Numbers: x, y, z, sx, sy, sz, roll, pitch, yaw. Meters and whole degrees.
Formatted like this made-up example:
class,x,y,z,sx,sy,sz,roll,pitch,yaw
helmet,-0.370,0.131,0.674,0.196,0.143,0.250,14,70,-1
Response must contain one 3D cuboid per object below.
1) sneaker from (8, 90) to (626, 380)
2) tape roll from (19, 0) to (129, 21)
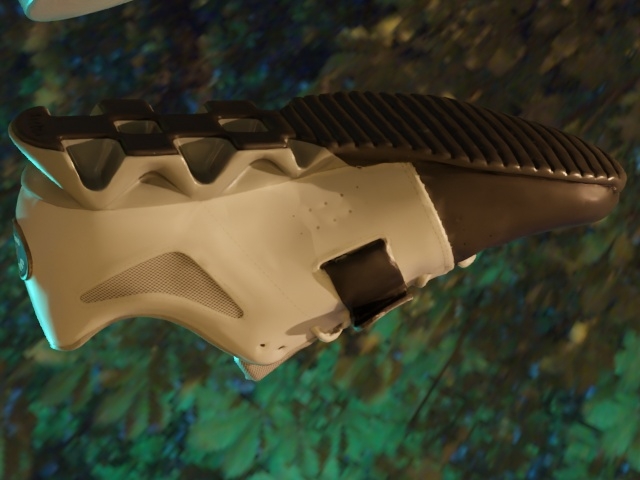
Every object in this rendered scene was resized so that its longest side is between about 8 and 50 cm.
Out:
class,x,y,z,sx,sy,sz,roll,pitch,yaw
sneaker,0.000,0.000,0.992,0.331,0.122,0.146,-1,-70,-9
tape roll,-0.037,-0.169,0.759,0.219,0.219,0.072,-24,-87,31
